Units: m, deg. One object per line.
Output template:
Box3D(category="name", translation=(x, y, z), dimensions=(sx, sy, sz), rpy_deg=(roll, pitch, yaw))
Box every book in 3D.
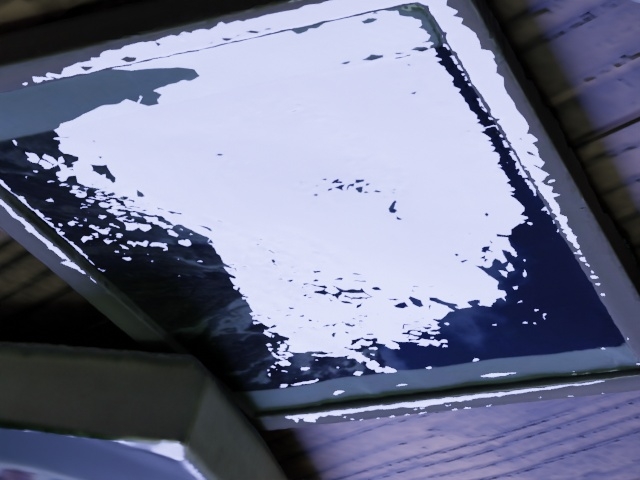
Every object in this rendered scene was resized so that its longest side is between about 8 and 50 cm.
Box3D(category="book", translation=(-0.197, 0.112, 0.784), dimensions=(0.370, 0.043, 0.260), rpy_deg=(2, 153, 15))

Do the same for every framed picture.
Box3D(category="framed picture", translation=(0.000, 0.000, 0.583), dimensions=(0.209, 0.019, 0.281), rpy_deg=(-10, 148, 25))

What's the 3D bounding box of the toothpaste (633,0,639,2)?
Box3D(category="toothpaste", translation=(0.033, -0.103, 0.370), dimensions=(0.193, 0.045, 0.071), rpy_deg=(28, 144, -25))
